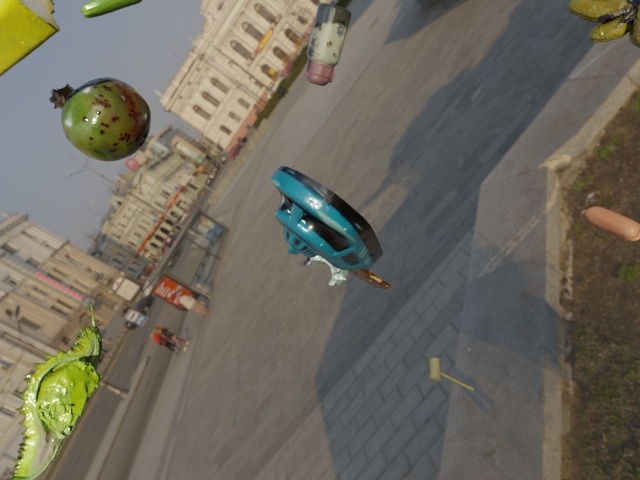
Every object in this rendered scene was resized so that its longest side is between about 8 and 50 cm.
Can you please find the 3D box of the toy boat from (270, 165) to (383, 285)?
[{"bbox_3d":[0.000,0.000,0.611,0.092,0.134,0.299,-54,-20,-2],"label":"toy boat"}]

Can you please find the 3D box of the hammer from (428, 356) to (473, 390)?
[{"bbox_3d":[0.219,0.228,0.728,0.019,0.110,0.036,-36,35,40],"label":"hammer"}]

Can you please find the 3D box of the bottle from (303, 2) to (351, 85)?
[{"bbox_3d":[0.016,-0.612,1.395,0.110,0.109,0.233,-99,24,-67],"label":"bottle"}]

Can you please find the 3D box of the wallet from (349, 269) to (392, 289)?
[{"bbox_3d":[0.147,0.116,1.422,0.095,0.176,0.026,1,63,53],"label":"wallet"}]

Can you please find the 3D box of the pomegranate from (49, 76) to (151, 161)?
[{"bbox_3d":[-0.312,-0.180,0.638,0.130,0.130,0.130,-49,18,21],"label":"pomegranate"}]

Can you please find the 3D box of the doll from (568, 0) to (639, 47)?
[{"bbox_3d":[0.560,-0.422,0.795,0.137,0.097,0.209,-46,60,-2],"label":"doll"}]

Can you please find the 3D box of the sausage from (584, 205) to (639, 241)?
[{"bbox_3d":[0.443,-0.026,0.669,0.034,0.034,0.083,-53,35,9],"label":"sausage"}]

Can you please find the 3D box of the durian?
[{"bbox_3d":[-0.532,0.304,0.903,0.106,0.132,0.375,131,156,-61],"label":"durian"}]

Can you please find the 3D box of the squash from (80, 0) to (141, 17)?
[{"bbox_3d":[-0.282,-0.325,0.599,0.089,0.027,0.027,-38,8,-25],"label":"squash"}]

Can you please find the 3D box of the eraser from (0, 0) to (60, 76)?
[{"bbox_3d":[-0.409,-0.243,0.493,0.226,0.158,0.069,-29,-15,12],"label":"eraser"}]
